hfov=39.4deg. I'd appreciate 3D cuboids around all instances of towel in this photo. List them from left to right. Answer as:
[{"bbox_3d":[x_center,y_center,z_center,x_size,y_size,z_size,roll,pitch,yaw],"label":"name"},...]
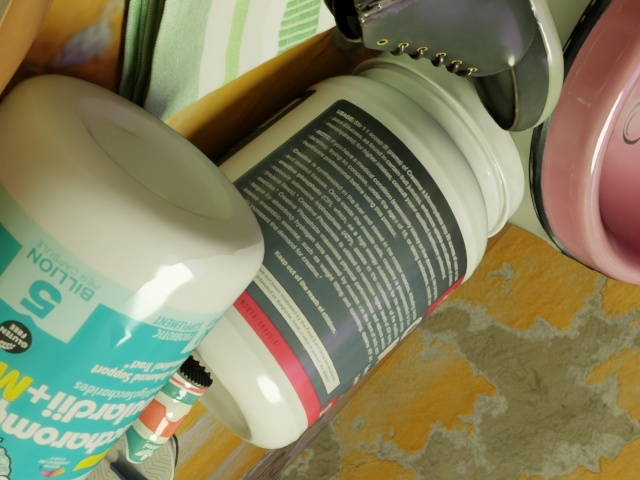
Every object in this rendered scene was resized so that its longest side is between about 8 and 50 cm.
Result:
[{"bbox_3d":[0.032,-0.203,0.506,0.325,0.038,0.248,-36,164,-34],"label":"towel"}]

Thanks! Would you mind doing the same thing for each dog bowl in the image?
[{"bbox_3d":[0.305,-0.136,0.710,0.408,0.150,0.408,-17,133,-19],"label":"dog bowl"}]

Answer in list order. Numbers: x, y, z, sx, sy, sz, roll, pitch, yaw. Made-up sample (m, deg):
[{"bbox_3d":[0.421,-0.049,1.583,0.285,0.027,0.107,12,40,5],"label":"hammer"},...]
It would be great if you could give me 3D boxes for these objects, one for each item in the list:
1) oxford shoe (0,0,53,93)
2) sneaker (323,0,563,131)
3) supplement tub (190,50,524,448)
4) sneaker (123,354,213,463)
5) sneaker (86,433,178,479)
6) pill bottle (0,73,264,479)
[{"bbox_3d":[-0.150,-0.056,0.339,0.212,0.076,0.076,-50,178,20],"label":"oxford shoe"},{"bbox_3d":[0.071,-0.129,0.542,0.118,0.083,0.222,-35,139,-5],"label":"sneaker"},{"bbox_3d":[0.000,0.000,0.664,0.272,0.191,0.191,-40,165,-20],"label":"supplement tub"},{"bbox_3d":[-0.139,0.078,0.563,0.075,0.161,0.057,-58,140,-3],"label":"sneaker"},{"bbox_3d":[-0.246,0.284,0.866,0.315,0.127,0.182,-41,170,-1],"label":"sneaker"},{"bbox_3d":[-0.159,0.057,0.461,0.264,0.146,0.146,-50,165,16],"label":"pill bottle"}]
